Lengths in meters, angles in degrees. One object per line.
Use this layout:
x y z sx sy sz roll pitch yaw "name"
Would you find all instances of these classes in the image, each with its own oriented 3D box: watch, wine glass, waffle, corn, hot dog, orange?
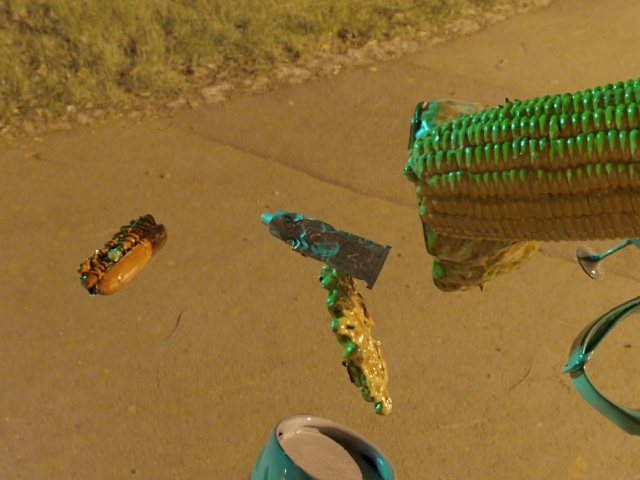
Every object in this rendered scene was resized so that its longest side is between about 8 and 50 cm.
0.485 0.184 0.959 0.237 0.068 0.195 -16 72 -6 "watch"
0.579 0.000 1.192 0.079 0.195 0.079 19 52 -26 "wine glass"
0.066 0.170 1.241 0.060 0.312 0.307 -19 36 7 "waffle"
0.126 -0.036 0.322 0.165 0.085 0.063 -2 59 32 "corn"
-0.299 0.017 0.987 0.072 0.055 0.188 11 38 16 "hot dog"
0.269 -0.062 1.051 0.210 0.368 0.270 8 65 22 "orange"

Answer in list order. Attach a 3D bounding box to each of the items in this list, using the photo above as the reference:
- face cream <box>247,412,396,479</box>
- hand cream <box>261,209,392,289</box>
-0.016 0.344 0.804 0.175 0.194 0.175 23 9 -4 "face cream"
-0.002 0.000 1.157 0.257 0.084 0.050 25 7 24 "hand cream"
